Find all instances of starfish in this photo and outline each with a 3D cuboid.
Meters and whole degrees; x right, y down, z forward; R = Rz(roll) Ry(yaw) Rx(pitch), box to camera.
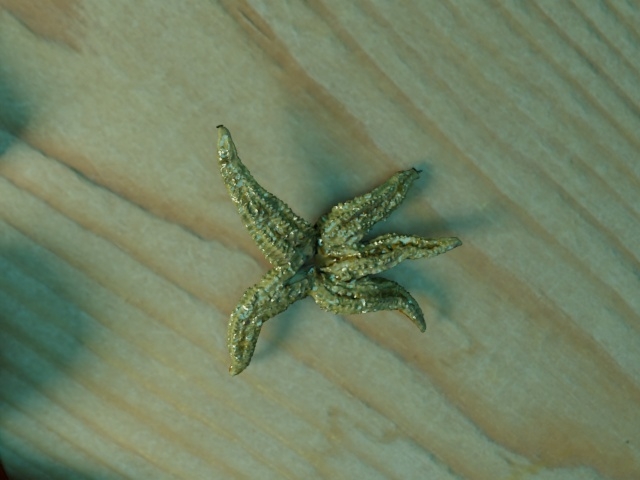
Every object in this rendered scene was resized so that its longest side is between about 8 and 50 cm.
[{"bbox_3d":[0.023,0.003,0.918,0.293,0.084,0.301,-6,103,-16],"label":"starfish"}]

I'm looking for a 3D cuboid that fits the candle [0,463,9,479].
[{"bbox_3d":[-0.377,0.273,0.893,0.021,0.026,0.167,-15,105,13],"label":"candle"}]
